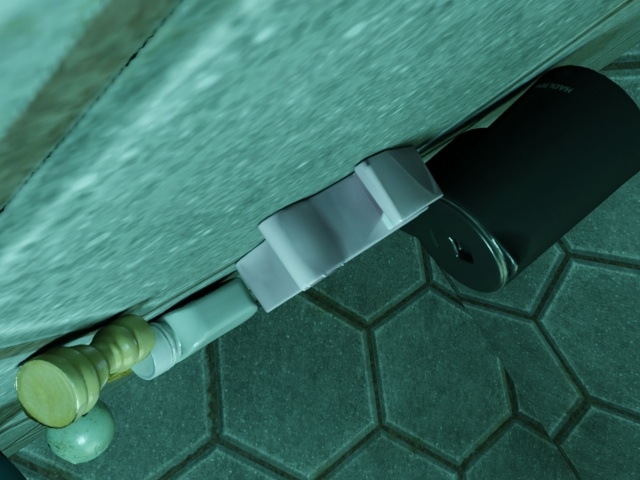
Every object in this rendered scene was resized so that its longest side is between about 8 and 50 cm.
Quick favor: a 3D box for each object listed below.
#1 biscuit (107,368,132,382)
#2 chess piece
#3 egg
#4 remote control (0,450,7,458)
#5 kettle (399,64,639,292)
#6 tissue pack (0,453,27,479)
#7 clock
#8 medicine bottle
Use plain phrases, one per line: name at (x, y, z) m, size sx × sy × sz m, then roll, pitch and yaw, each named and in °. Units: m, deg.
biscuit at (-0.291, 0.187, 1.152) m, size 0.248 × 0.035 × 0.184 m, roll -36°, pitch 176°, yaw 38°
chess piece at (-0.203, 0.109, 0.575) m, size 0.066 × 0.066 × 0.122 m, roll -34°, pitch -177°, yaw 25°
egg at (-0.485, 0.379, 1.289) m, size 0.131 × 0.131 × 0.164 m, roll -31°, pitch -178°, yaw -39°
remote control at (-0.537, 0.355, 0.942) m, size 0.090 × 0.066 × 0.266 m, roll -37°, pitch 178°, yaw -8°
kettle at (0.273, -0.103, 0.946) m, size 0.308 × 0.262 × 0.203 m, roll -39°, pitch 153°, yaw -16°
tissue pack at (-0.436, 0.346, 0.700) m, size 0.287 × 0.206 × 0.198 m, roll -37°, pitch 166°, yaw 36°
clock at (0.000, 0.000, 0.745) m, size 0.275 × 0.080 × 0.290 m, roll -34°, pitch 176°, yaw 19°
medicine bottle at (-0.179, 0.120, 0.890) m, size 0.119 × 0.069 × 0.183 m, roll -31°, pitch -179°, yaw 42°
